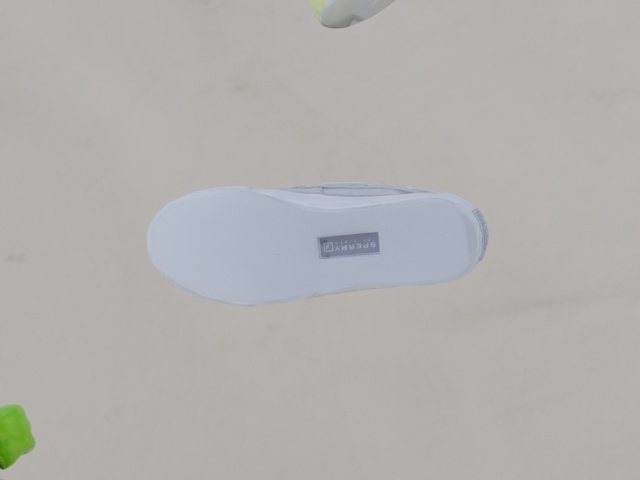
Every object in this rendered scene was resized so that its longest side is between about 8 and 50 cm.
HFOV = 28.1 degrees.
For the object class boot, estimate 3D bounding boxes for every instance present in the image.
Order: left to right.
[{"bbox_3d":[0.000,0.000,1.014,0.258,0.095,0.123,1,4,4],"label":"boot"}]

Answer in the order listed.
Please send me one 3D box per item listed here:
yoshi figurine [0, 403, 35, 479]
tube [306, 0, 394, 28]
[{"bbox_3d":[-0.360,0.197,1.147,0.203,0.362,0.203,-23,10,24],"label":"yoshi figurine"},{"bbox_3d":[-0.032,-0.226,0.685,0.062,0.070,0.240,-14,71,-51],"label":"tube"}]
